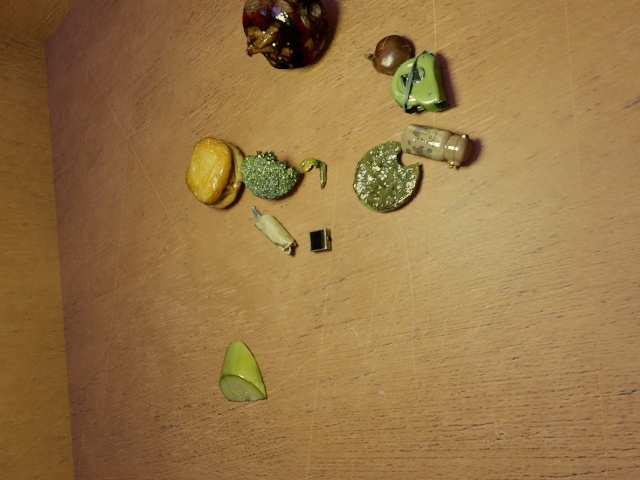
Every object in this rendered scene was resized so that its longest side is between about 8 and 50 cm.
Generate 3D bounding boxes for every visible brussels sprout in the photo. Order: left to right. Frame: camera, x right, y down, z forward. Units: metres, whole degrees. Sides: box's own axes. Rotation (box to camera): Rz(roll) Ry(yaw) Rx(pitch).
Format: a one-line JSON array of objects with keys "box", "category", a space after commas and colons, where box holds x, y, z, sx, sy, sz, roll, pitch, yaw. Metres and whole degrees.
[{"box": [-0.037, -0.289, 1.756, 0.083, 0.046, 0.051, 0, 81, 37], "category": "brussels sprout"}]

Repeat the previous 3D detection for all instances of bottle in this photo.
[{"box": [0.357, -0.287, 1.420, 0.209, 0.097, 0.110, 24, 112, 36], "category": "bottle"}]

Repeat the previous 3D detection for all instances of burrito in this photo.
[{"box": [-0.174, -0.026, 1.827, 0.226, 0.060, 0.087, 44, 112, 33], "category": "burrito"}]

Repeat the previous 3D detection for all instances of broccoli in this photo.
[{"box": [-0.198, -0.258, 1.803, 0.226, 0.198, 0.176, -25, 32, 4], "category": "broccoli"}]

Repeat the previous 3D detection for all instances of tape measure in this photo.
[{"box": [0.309, -0.496, 1.471, 0.175, 0.106, 0.200, -12, 77, 33], "category": "tape measure"}]

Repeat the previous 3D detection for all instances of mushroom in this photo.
[{"box": [0.225, -0.628, 1.567, 0.170, 0.080, 0.135, 9, 81, 35], "category": "mushroom"}]

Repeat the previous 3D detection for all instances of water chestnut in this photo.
[{"box": [-0.156, -0.777, 1.727, 0.335, 0.335, 0.347, 20, 67, 37], "category": "water chestnut"}]

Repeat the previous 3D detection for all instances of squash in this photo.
[{"box": [-0.321, 0.538, 1.914, 0.237, 0.155, 0.204, -18, 111, 33], "category": "squash"}]

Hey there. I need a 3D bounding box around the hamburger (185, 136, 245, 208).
[{"box": [-0.462, -0.293, 2.007, 0.314, 0.170, 0.290, 40, 107, 34], "category": "hamburger"}]

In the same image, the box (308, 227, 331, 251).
[{"box": [0.000, 0.000, 1.706, 0.083, 0.035, 0.079, -11, 79, 37], "category": "box"}]

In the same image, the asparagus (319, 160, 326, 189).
[{"box": [0.009, -0.244, 1.731, 0.021, 0.025, 0.108, -4, 86, 58], "category": "asparagus"}]

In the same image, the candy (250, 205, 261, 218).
[{"box": [-0.268, -0.110, 1.933, 0.030, 0.020, 0.083, -46, 62, 25], "category": "candy"}]

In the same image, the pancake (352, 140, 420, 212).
[{"box": [0.216, -0.210, 1.560, 0.253, 0.037, 0.254, -5, 82, 38], "category": "pancake"}]
